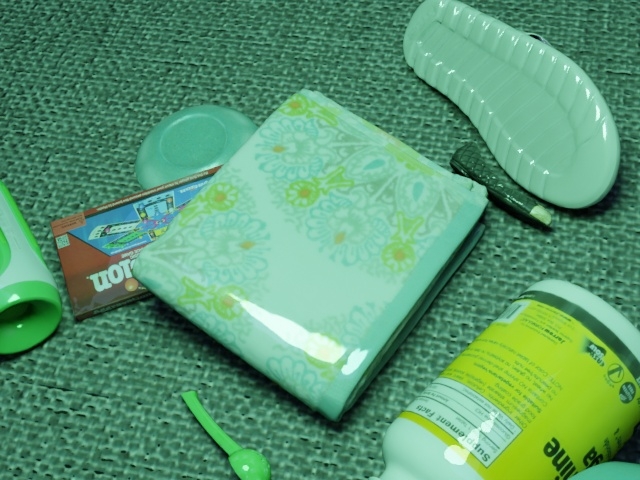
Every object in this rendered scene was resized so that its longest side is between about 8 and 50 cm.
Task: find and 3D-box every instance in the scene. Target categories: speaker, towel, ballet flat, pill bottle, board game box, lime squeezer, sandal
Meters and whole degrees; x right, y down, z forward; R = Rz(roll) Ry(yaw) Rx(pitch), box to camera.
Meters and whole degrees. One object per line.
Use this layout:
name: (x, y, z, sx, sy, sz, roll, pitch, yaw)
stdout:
speaker: (-0.454, 0.008, 1.210, 0.131, 0.131, 0.296, -31, 58, -11)
towel: (0.000, 0.000, 1.151, 0.320, 0.090, 0.374, 32, 64, 16)
ballet flat: (0.242, -0.076, 1.197, 0.049, 0.057, 0.173, -46, 60, -2)
pill bottle: (0.189, 0.213, 0.946, 0.334, 0.188, 0.188, -42, 61, -17)
board game box: (-0.214, -0.004, 1.224, 0.281, 0.027, 0.145, -19, 70, -4)
lime squeezer: (-0.107, 0.302, 1.012, 0.109, 0.059, 0.310, -8, 58, 3)
sandal: (0.277, -0.212, 1.251, 0.102, 0.169, 0.416, -2, 45, -43)

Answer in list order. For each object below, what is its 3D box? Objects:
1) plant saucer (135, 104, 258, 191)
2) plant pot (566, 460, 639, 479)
plant saucer: (-0.181, -0.135, 1.314, 0.194, 0.037, 0.195, -4, 57, 6)
plant pot: (0.297, 0.342, 0.800, 0.293, 0.293, 0.235, -31, 44, -12)
